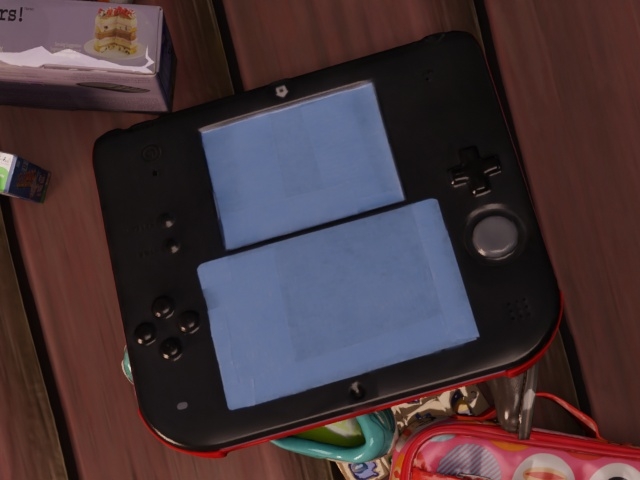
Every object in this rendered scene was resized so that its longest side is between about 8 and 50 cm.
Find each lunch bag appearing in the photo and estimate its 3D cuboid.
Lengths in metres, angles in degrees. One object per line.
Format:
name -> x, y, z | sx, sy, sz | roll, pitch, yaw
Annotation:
lunch bag -> 0.204, 0.273, 1.454 | 0.293, 0.120, 0.258 | 9, 86, -6

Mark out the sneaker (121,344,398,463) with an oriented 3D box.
sneaker -> -0.056, 0.139, 1.443 | 0.275, 0.110, 0.107 | 18, 94, 5

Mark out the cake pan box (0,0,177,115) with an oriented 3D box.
cake pan box -> -0.267, -0.166, 1.382 | 0.266, 0.246, 0.070 | 4, 85, -1

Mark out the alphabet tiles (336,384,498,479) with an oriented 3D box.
alphabet tiles -> 0.077, 0.130, 1.505 | 0.198, 0.009, 0.237 | -32, 90, -3

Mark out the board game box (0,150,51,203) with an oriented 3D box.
board game box -> -0.329, -0.070, 1.398 | 0.136, 0.201, 0.035 | 15, 88, -2

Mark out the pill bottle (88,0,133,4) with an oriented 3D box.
pill bottle -> -0.273, -0.304, 1.446 | 0.221, 0.121, 0.121 | 16, 88, -1

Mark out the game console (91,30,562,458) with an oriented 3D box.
game console -> 0.000, 0.000, 1.396 | 0.386, 0.060, 0.342 | -16, 70, 3

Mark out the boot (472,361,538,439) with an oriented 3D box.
boot -> 0.076, 0.083, 1.435 | 0.229, 0.091, 0.263 | -10, 57, -3
